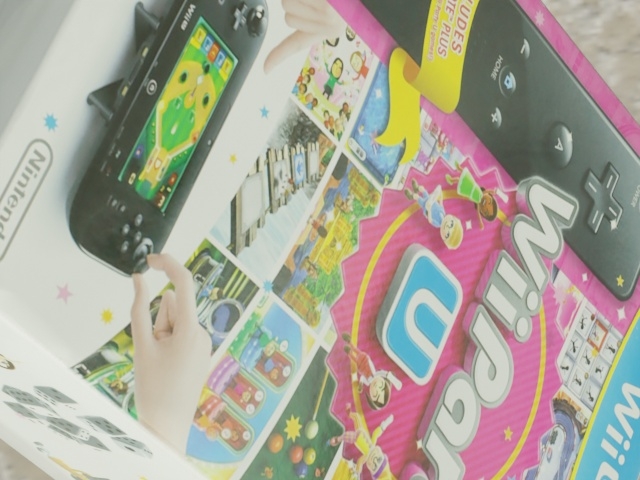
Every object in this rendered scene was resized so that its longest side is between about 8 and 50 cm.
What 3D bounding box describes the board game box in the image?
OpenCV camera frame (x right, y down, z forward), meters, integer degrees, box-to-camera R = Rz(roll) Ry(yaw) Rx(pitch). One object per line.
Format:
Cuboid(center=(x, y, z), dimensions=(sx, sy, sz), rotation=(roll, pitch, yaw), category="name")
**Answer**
Cuboid(center=(0.000, 0.000, 0.604), dimensions=(0.098, 0.303, 0.224), rotation=(0, 56, 42), category="board game box")
